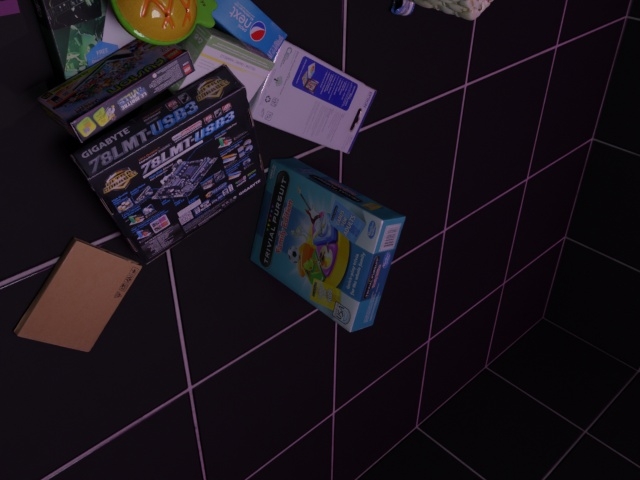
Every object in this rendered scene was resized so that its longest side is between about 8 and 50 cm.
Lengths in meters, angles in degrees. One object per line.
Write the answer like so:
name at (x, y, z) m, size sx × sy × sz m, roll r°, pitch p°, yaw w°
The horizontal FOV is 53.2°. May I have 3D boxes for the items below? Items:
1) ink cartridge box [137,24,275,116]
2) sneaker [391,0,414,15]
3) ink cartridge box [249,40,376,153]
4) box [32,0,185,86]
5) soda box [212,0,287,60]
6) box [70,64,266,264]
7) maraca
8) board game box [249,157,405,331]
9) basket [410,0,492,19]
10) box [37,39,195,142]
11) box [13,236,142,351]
ink cartridge box at (-0.208, -0.250, 1.122) m, size 0.235 × 0.056 × 0.171 m, roll -52°, pitch 154°, yaw 20°
sneaker at (0.186, -0.568, 1.428) m, size 0.058 × 0.052 × 0.135 m, roll -23°, pitch 131°, yaw -33°
ink cartridge box at (-0.022, -0.302, 1.366) m, size 0.332 × 0.065 × 0.166 m, roll 12°, pitch 105°, yaw -51°
box at (-0.318, -0.385, 0.966) m, size 0.232 × 0.058 × 0.322 m, roll -32°, pitch 136°, yaw -31°
soda box at (-0.155, -0.399, 1.134) m, size 0.067 × 0.071 × 0.210 m, roll -58°, pitch 144°, yaw 3°
box at (-0.246, -0.123, 1.132) m, size 0.295 × 0.073 × 0.293 m, roll -36°, pitch 154°, yaw -14°
maraca at (-0.231, -0.358, 0.956) m, size 0.185 × 0.099 × 0.127 m, roll -34°, pitch 106°, yaw -43°
board game box at (0.000, 0.000, 1.376) m, size 0.079 × 0.336 × 0.254 m, roll -10°, pitch 122°, yaw -46°
basket at (0.219, -0.633, 1.187) m, size 0.266 × 0.331 × 0.328 m, roll -51°, pitch 143°, yaw -7°
box at (-0.302, -0.233, 0.955) m, size 0.207 × 0.114 × 0.036 m, roll -40°, pitch 141°, yaw -22°
box at (-0.448, 0.106, 1.198) m, size 0.201 × 0.021 × 0.164 m, roll -58°, pitch 144°, yaw 0°
